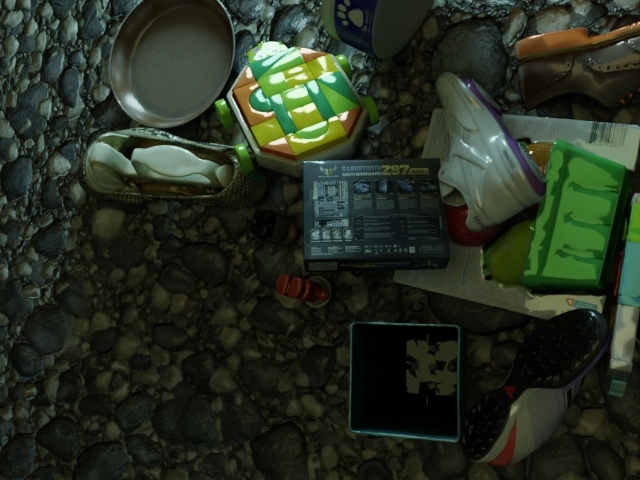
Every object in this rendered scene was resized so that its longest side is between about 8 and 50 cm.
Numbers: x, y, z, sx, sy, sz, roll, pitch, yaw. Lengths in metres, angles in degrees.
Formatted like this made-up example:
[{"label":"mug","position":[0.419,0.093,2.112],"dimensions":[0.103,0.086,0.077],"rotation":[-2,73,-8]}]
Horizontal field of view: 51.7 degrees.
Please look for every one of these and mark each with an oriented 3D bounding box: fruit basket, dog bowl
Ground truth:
[{"label":"fruit basket","position":[0.319,-0.048,1.107],"dimensions":[0.353,0.165,0.327],"rotation":[12,88,37]},{"label":"dog bowl","position":[0.118,-0.456,1.141],"dimensions":[0.104,0.265,0.265],"rotation":[31,96,18]}]

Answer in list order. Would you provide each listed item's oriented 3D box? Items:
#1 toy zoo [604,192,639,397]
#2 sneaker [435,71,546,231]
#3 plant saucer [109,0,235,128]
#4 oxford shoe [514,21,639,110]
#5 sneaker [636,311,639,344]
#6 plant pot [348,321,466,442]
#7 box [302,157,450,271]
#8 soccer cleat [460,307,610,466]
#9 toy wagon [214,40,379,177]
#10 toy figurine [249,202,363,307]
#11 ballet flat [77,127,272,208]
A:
[{"label":"toy zoo","position":[0.460,0.088,0.995],"dimensions":[0.030,0.192,0.293],"rotation":[8,88,22]},{"label":"sneaker","position":[0.226,-0.148,1.039],"dimensions":[0.152,0.114,0.305],"rotation":[-40,46,26]},{"label":"plant saucer","position":[-0.311,-0.387,1.412],"dimensions":[0.310,0.050,0.311],"rotation":[-2,85,20]},{"label":"oxford shoe","position":[0.506,-0.283,1.066],"dimensions":[0.363,0.130,0.133],"rotation":[-1,97,28]},{"label":"sneaker","position":[0.611,0.089,0.963],"dimensions":[0.295,0.147,0.104],"rotation":[-24,75,15]},{"label":"plant pot","position":[0.159,0.216,1.073],"dimensions":[0.165,0.234,0.165],"rotation":[-1,84,20]},{"label":"box","position":[0.087,-0.043,1.080],"dimensions":[0.232,0.059,0.183],"rotation":[-2,65,-1]},{"label":"soccer cleat","position":[0.350,0.236,1.034],"dimensions":[0.318,0.116,0.108],"rotation":[-58,26,23]},{"label":"toy wagon","position":[-0.062,-0.271,1.238],"dimensions":[0.267,0.068,0.344],"rotation":[-22,61,-8]},{"label":"toy figurine","position":[0.000,0.000,1.210],"dimensions":[0.213,0.148,0.209],"rotation":[-36,67,16]},{"label":"ballet flat","position":[-0.338,-0.153,1.327],"dimensions":[0.483,0.182,0.164],"rotation":[7,88,21]}]
